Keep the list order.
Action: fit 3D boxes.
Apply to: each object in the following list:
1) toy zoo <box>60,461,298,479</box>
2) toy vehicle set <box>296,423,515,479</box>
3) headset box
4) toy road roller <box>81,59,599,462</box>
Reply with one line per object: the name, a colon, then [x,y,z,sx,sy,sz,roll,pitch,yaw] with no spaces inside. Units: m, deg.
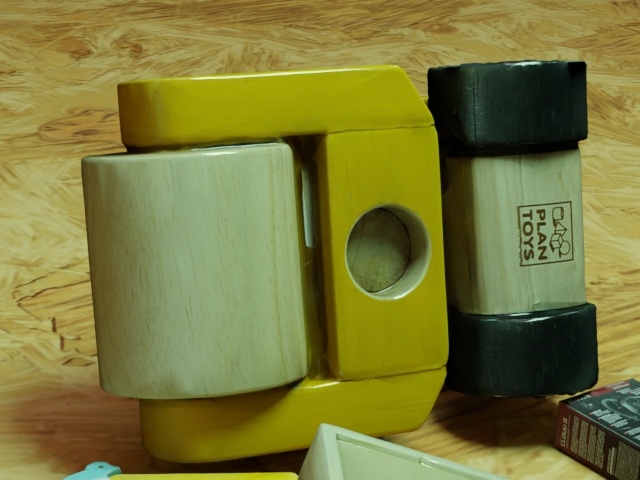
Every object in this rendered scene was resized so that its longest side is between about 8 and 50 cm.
toy zoo: [-0.072,0.174,0.728,0.192,0.030,0.293,-4,22,-17]
toy vehicle set: [0.081,0.174,0.674,0.166,0.035,0.267,18,18,-11]
headset box: [0.180,0.111,0.929,0.062,0.032,0.083,-12,24,-35]
toy road roller: [0.000,0.000,0.976,0.329,0.203,0.240,-6,5,-26]
